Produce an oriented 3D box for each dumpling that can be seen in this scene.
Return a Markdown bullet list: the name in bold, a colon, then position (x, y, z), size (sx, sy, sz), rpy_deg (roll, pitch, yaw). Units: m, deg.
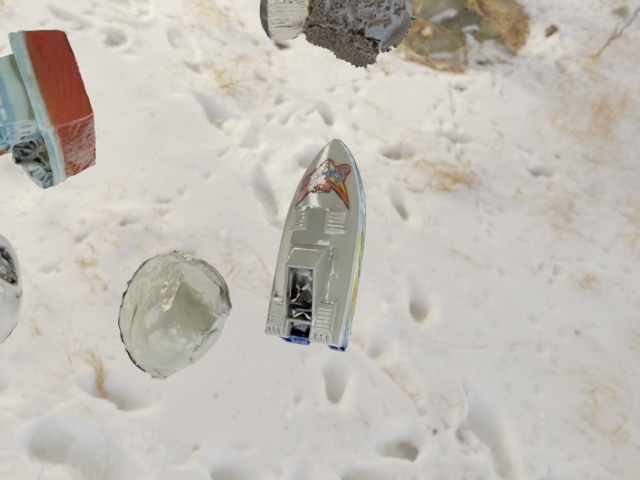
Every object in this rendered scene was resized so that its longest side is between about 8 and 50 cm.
- **dumpling**: position (-0.226, 0.106, 1.090), size (0.172, 0.247, 0.142), rpy_deg (52, 30, 6)

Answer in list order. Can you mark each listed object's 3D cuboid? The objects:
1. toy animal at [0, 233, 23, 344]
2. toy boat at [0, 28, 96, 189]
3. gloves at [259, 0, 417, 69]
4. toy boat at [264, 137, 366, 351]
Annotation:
- **toy animal**: position (-0.454, 0.041, 0.822), size (0.235, 0.165, 0.187), rpy_deg (36, 25, 17)
- **toy boat**: position (-0.358, -0.139, 0.882), size (0.133, 0.332, 0.145), rpy_deg (-19, 89, -19)
- **gloves**: position (0.039, -0.442, 1.372), size (0.313, 0.210, 0.135), rpy_deg (-1, 25, -9)
- **toy boat**: position (0.000, 0.000, 0.997), size (0.129, 0.295, 0.088), rpy_deg (5, -8, 32)
